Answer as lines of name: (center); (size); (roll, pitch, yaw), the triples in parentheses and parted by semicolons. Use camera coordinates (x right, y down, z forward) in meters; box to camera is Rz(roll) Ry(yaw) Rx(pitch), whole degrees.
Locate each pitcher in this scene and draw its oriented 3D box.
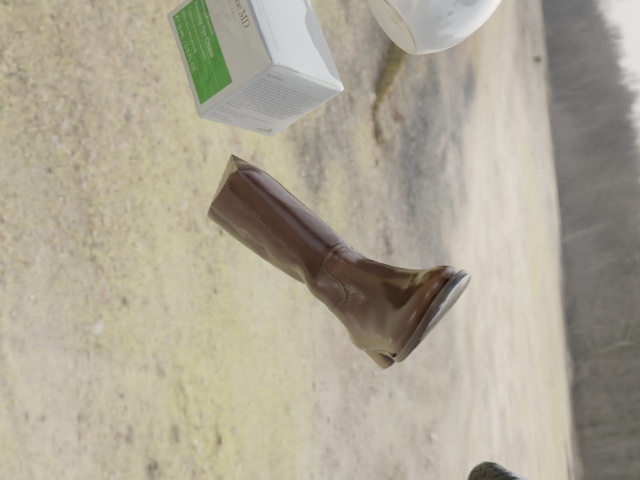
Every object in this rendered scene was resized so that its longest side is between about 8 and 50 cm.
pitcher: (0.137, -0.315, 1.030); (0.178, 0.207, 0.125); (50, -6, -1)

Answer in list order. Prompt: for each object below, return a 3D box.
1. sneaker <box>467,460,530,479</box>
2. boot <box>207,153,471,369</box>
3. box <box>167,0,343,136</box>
sneaker: (0.234, 0.294, 0.963); (0.211, 0.080, 0.081); (39, 20, 7)
boot: (0.000, 0.000, 0.395); (0.037, 0.114, 0.106); (-44, 174, -24)
box: (-0.053, -0.155, 0.799); (0.102, 0.087, 0.101); (8, 58, -55)
